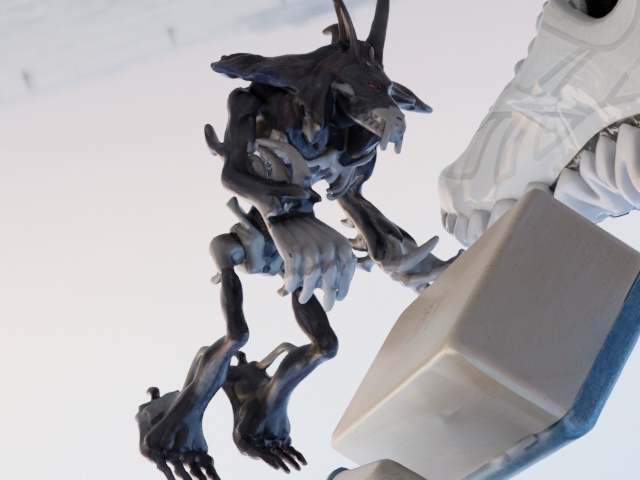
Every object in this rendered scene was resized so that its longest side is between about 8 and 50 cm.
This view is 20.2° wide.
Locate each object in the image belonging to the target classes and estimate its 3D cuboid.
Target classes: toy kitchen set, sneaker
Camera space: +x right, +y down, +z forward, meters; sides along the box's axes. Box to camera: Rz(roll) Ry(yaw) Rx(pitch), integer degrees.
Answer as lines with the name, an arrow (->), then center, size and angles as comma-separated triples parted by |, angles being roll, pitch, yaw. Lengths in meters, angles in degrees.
toy kitchen set -> 0.059, 0.128, 0.474 | 0.207, 0.166, 0.122 | -59, -177, -22
sneaker -> 0.138, -0.067, 0.903 | 0.110, 0.118, 0.292 | -17, 177, -24

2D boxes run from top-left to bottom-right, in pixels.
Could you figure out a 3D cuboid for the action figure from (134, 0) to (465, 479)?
action figure -> 0.000, 0.000, 0.959 | 0.164, 0.276, 0.141 | 3, -157, -47
